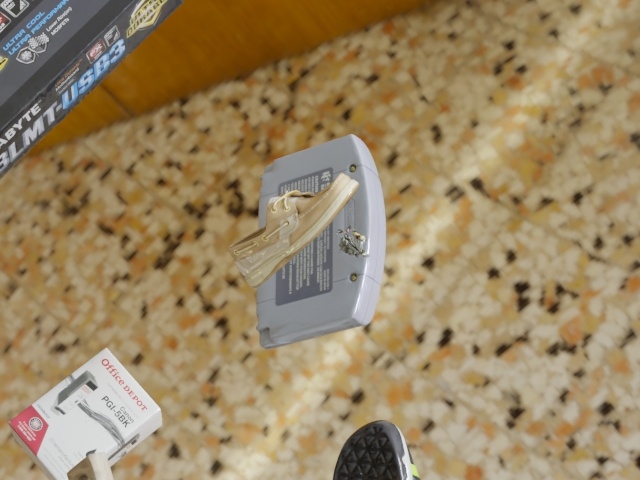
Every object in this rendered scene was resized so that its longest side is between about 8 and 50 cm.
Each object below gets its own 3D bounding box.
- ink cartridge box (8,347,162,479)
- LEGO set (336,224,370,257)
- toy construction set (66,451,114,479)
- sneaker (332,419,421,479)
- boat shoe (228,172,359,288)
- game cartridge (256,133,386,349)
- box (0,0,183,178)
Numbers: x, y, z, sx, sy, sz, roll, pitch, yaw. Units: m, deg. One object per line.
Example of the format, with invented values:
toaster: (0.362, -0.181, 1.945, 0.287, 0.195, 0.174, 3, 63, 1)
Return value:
ink cartridge box: (-0.253, 0.197, 1.534, 0.135, 0.056, 0.099, -39, 73, -20)
LEGO set: (0.039, 0.005, 1.890, 0.054, 0.083, 0.023, 32, 74, 21)
toy construction set: (-0.262, 0.228, 1.045, 0.309, 0.237, 0.257, 46, 133, 37)
sneaker: (0.077, 0.287, 1.358, 0.084, 0.097, 0.235, -11, 86, 32)
boat shoe: (-0.032, -0.018, 1.406, 0.170, 0.059, 0.063, -42, 2, 31)
game cartridge: (0.000, 0.000, 2.038, 0.198, 0.062, 0.297, -14, 60, 26)
box: (-0.338, -0.229, 1.375, 0.293, 0.073, 0.295, 39, 76, 20)
